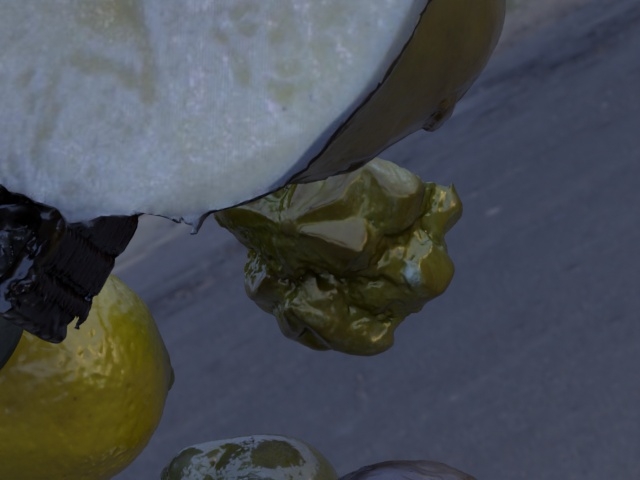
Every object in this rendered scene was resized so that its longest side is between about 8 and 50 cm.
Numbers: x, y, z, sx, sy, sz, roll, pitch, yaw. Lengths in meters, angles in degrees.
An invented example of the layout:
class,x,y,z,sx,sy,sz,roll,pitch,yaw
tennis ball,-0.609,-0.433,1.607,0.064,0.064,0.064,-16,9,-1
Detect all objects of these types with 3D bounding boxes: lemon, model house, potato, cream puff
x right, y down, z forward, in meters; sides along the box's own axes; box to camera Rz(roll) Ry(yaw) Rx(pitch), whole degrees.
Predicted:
class,x,y,z,sx,sy,sz,roll,pitch,yaw
lemon,-0.357,0.166,1.855,0.336,0.336,0.336,-25,11,5
model house,-0.273,-0.066,1.284,0.297,0.283,0.317,-15,-18,2
potato,-0.086,0.315,1.849,0.235,0.178,0.160,7,42,-10
cream puff,-0.005,0.004,1.840,0.269,0.274,0.323,5,11,-37
potato,-0.058,-0.138,1.083,0.397,0.290,0.296,-24,-12,10

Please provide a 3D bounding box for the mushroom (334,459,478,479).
class,x,y,z,sx,sy,sz,roll,pitch,yaw
mushroom,0.012,0.304,1.235,0.345,0.239,0.345,-10,8,1

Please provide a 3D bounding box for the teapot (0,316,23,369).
class,x,y,z,sx,sy,sz,roll,pitch,yaw
teapot,-0.412,0.074,1.594,0.129,0.193,0.294,23,80,36
